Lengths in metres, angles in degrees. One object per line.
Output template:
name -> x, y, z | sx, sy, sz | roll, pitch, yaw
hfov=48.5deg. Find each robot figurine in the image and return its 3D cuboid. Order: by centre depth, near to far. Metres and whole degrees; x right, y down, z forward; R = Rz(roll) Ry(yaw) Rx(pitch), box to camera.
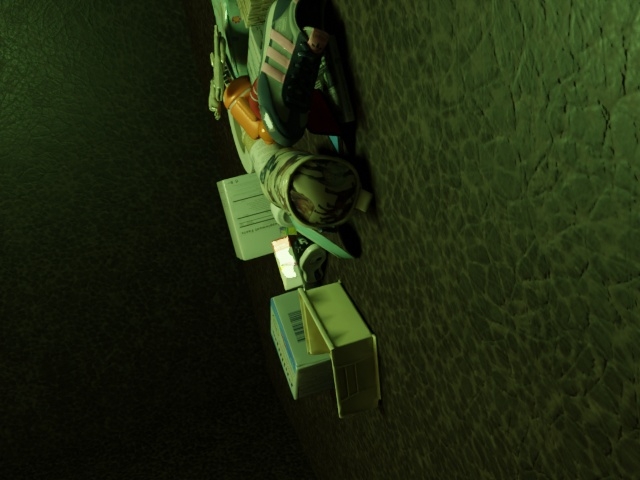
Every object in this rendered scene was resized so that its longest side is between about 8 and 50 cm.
robot figurine -> -0.185, -0.372, 2.000 | 0.219, 0.158, 0.128 | 50, 142, -3

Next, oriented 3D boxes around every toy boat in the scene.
toy boat -> -0.104, -0.307, 1.692 | 0.231, 0.150, 0.151 | 177, 114, -78

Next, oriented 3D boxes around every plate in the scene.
plate -> 0.000, 0.000, 1.703 | 0.188, 0.024, 0.188 | 32, 179, 1

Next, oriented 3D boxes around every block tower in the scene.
block tower -> -0.131, -0.608, 1.657 | 0.335, 0.097, 0.091 | 140, 114, -78

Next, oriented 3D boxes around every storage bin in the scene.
storage bin -> 0.050, 0.285, 1.881 | 0.262, 0.123, 0.261 | -124, 22, -53

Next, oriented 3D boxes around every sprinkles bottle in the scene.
sprinkles bottle -> -0.126, -0.201, 2.051 | 0.121, 0.121, 0.355 | 90, 160, -50

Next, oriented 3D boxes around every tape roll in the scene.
tape roll -> -0.222, -0.366, 2.317 | 0.286, 0.100, 0.286 | 164, 90, -78

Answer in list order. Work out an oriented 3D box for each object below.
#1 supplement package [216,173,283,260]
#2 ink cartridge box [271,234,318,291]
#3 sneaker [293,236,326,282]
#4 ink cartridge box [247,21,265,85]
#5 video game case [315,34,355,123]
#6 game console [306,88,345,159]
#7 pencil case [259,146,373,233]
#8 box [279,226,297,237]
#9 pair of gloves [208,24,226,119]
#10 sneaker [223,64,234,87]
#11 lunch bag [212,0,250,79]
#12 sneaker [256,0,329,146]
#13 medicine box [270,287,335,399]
supplement package -> -0.245, -0.094, 2.567 | 0.177, 0.175, 0.293 | -170, 65, -74
ink cartridge box -> -0.074, 0.085, 2.187 | 0.115, 0.067, 0.198 | 0, -108, -66
sneaker -> -0.041, 0.029, 2.055 | 0.217, 0.079, 0.121 | 96, 153, -62
ink cartridge box -> -0.128, -0.444, 1.845 | 0.208, 0.086, 0.153 | 111, 142, -70
video game case -> 0.020, -0.329, 1.503 | 0.190, 0.022, 0.173 | -163, 57, -76
game console -> -0.010, -0.245, 1.496 | 0.085, 0.124, 0.144 | -58, 45, 39
pencil case -> -0.028, -0.123, 1.612 | 0.160, 0.183, 0.410 | -62, 15, 2
box -> -0.090, 0.038, 2.368 | 0.105, 0.043, 0.179 | -176, 69, -77
pair of gloves -> -0.293, -0.466, 2.004 | 0.240, 0.042, 0.204 | 129, 143, -75
sneaker -> -0.296, -0.536, 2.473 | 0.094, 0.081, 0.209 | 161, 93, -81
lunch bag -> -0.237, -0.612, 2.067 | 0.224, 0.107, 0.279 | -121, 20, -54
sneaker -> -0.044, -0.345, 1.373 | 0.131, 0.112, 0.319 | -13, 73, 46
medicine box -> -0.057, 0.342, 2.349 | 0.289, 0.149, 0.264 | 97, 155, -57
